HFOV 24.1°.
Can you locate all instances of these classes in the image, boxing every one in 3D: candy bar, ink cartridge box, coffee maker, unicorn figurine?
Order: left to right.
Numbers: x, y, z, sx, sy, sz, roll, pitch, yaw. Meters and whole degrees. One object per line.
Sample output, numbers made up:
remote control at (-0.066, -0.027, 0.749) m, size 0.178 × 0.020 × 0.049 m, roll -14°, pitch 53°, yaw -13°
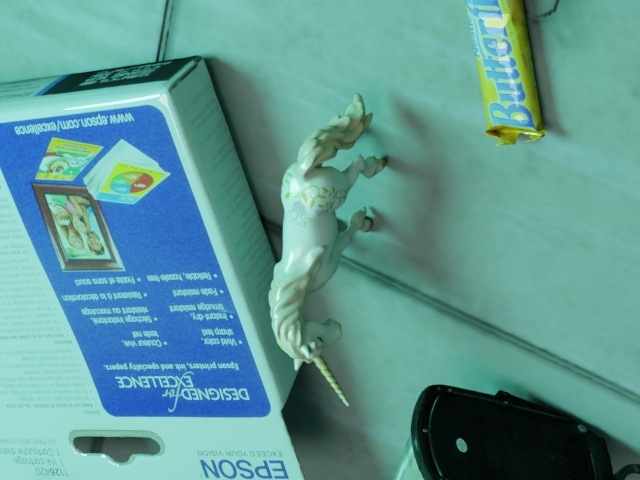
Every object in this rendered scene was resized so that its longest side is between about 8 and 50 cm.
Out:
ink cartridge box at (-0.167, 0.035, 1.056) m, size 0.304 × 0.072 × 0.307 m, roll -3°, pitch 119°, yaw 29°
unicorn figurine at (0.000, 0.000, 0.909) m, size 0.060 × 0.111 × 0.162 m, roll 4°, pitch 120°, yaw 27°
coffee maker at (0.111, 0.201, 0.967) m, size 0.171 × 0.120 × 0.178 m, roll 28°, pitch 129°, yaw 10°
candy bar at (0.097, -0.127, 0.838) m, size 0.040 × 0.018 × 0.161 m, roll 1°, pitch 118°, yaw 29°
